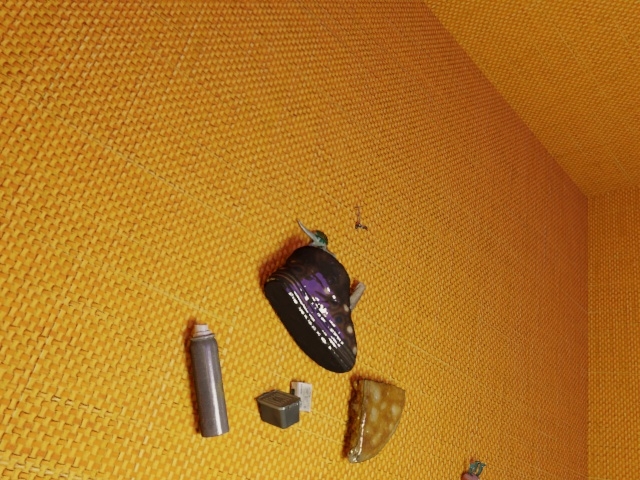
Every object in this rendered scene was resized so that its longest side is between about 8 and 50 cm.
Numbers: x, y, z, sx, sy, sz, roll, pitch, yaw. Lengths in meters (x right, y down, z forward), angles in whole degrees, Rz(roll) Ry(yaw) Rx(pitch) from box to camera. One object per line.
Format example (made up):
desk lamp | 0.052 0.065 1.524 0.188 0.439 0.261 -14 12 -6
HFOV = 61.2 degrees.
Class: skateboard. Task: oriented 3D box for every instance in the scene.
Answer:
skateboard | 0.150 -0.082 1.970 0.064 0.032 0.083 6 77 -54

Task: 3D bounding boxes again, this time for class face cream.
face cream | -0.289 0.355 1.390 0.073 0.073 0.284 -4 82 -45

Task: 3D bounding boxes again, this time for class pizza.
pizza | 0.186 0.604 1.790 0.257 0.087 0.268 29 62 -42

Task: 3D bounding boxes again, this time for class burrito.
burrito | 0.106 0.209 1.837 0.171 0.042 0.051 -49 144 -35

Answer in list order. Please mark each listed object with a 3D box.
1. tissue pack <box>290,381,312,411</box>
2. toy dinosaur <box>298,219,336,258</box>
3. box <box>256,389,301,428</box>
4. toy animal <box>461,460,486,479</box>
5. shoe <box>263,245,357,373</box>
tissue pack | -0.058 0.465 1.612 0.062 0.042 0.083 19 67 -39
toy dinosaur | -0.003 0.001 1.792 0.187 0.044 0.106 56 33 -2
box | -0.113 0.471 1.508 0.084 0.122 0.069 -13 101 -44
toy animal | 0.600 0.964 2.095 0.103 0.100 0.208 3 90 -83
shoe | 0.012 0.203 1.657 0.237 0.171 0.384 -44 103 -37
